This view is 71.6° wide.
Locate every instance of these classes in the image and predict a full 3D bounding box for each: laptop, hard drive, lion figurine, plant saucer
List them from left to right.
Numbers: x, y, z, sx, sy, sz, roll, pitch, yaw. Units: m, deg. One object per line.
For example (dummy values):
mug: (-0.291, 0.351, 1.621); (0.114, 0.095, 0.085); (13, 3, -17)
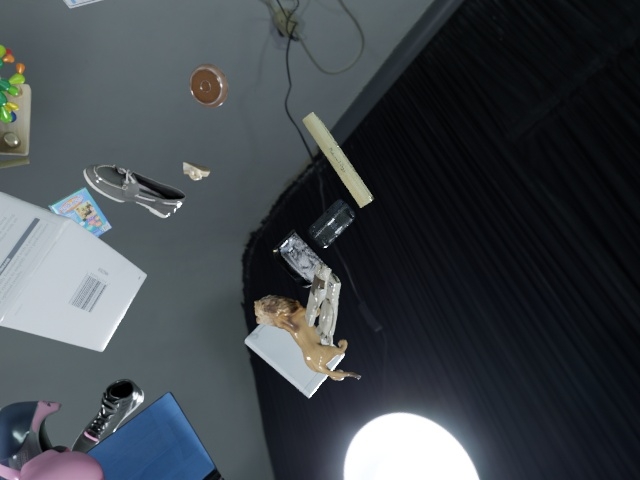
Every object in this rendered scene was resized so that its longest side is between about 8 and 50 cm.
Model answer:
laptop: (-0.420, 0.575, 0.935); (0.382, 0.236, 0.408); (-36, -175, -18)
plant saucer: (-0.449, -0.610, 1.752); (0.168, 0.168, 0.029); (-36, -173, 25)
hard drive: (-0.109, 0.451, 1.860); (0.233, 0.353, 0.047); (-44, 160, -30)
lion figurine: (-0.046, 0.329, 1.496); (0.142, 0.392, 0.240); (-56, 148, 10)

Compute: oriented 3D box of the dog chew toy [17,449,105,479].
dog chew toy: (-0.325, 0.454, 0.626); (0.207, 0.332, 0.206); (-34, 169, -8)

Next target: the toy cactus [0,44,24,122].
toy cactus: (-0.910, -0.449, 1.235); (0.112, 0.219, 0.180); (8, -179, -9)

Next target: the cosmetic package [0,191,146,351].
cosmetic package: (-0.403, 0.034, 0.594); (0.225, 0.138, 0.224); (21, 161, 10)

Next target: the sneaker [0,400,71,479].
sneaker: (-0.542, 0.464, 0.840); (0.131, 0.319, 0.112); (-8, -177, -24)

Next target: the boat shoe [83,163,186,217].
boat shoe: (-0.529, -0.160, 1.300); (0.095, 0.112, 0.335); (-33, 158, 10)

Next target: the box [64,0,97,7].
box: (-0.560, -0.735, 1.190); (0.290, 0.169, 0.087); (-2, 147, 19)

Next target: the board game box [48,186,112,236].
board game box: (-1.039, -0.102, 1.927); (0.160, 0.047, 0.210); (-42, 123, -34)

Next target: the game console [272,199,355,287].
game console: (0.000, 0.000, 1.743); (0.361, 0.044, 0.213); (-45, 107, -10)

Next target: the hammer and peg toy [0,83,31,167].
hammer and peg toy: (-1.102, -0.358, 1.464); (0.266, 0.361, 0.127); (-1, 171, -22)

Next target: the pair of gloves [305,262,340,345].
pair of gloves: (0.011, 0.182, 1.332); (0.042, 0.240, 0.204); (8, 99, -17)

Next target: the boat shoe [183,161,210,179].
boat shoe: (-0.489, -0.267, 1.747); (0.063, 0.170, 0.059); (-1, 108, -41)

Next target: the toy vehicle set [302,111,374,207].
toy vehicle set: (0.052, -0.209, 1.179); (0.035, 0.267, 0.166); (-34, -178, 11)

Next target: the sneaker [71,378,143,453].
sneaker: (-0.717, 0.581, 1.464); (0.296, 0.105, 0.147); (-52, 161, -41)
